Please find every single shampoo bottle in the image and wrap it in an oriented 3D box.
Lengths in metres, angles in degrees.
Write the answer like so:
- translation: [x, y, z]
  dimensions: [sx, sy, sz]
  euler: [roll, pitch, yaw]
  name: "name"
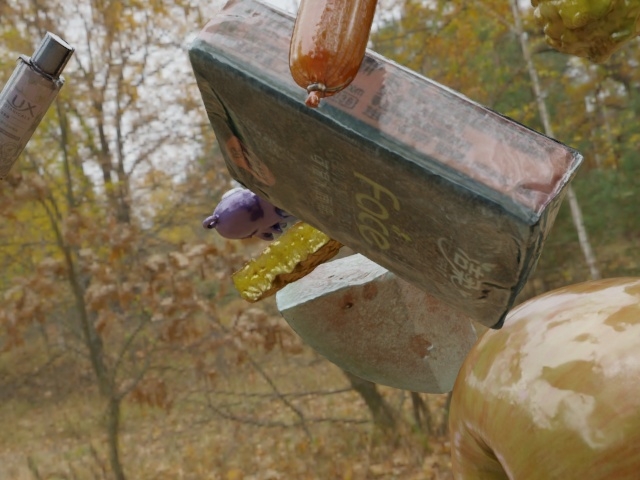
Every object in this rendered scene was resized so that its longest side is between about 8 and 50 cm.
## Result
- translation: [-0.413, -0.188, 1.232]
  dimensions: [0.214, 0.072, 0.072]
  euler: [-54, -14, 13]
  name: "shampoo bottle"

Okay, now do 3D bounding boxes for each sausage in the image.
- translation: [0.032, -0.249, 0.647]
  dimensions: [0.053, 0.348, 0.053]
  euler: [12, -18, 4]
  name: "sausage"

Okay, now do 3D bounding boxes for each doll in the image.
- translation: [-0.049, -0.043, 1.062]
  dimensions: [0.205, 0.067, 0.110]
  euler: [-15, -28, -32]
  name: "doll"

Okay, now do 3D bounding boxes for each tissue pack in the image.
- translation: [0.051, -0.066, 0.772]
  dimensions: [0.315, 0.103, 0.228]
  euler: [29, -18, 17]
  name: "tissue pack"

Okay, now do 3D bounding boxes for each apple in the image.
- translation: [0.342, 0.225, 1.012]
  dimensions: [0.346, 0.392, 0.391]
  euler: [-25, 2, -15]
  name: "apple"

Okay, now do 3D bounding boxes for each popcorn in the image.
- translation: [0.312, -0.286, 0.953]
  dimensions: [0.197, 0.156, 0.197]
  euler: [-33, -18, -12]
  name: "popcorn"

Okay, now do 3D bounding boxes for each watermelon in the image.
- translation: [0.128, 0.097, 1.499]
  dimensions: [0.387, 0.258, 0.228]
  euler: [19, 29, -12]
  name: "watermelon"

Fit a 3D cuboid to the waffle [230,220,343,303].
- translation: [0.000, -0.001, 1.337]
  dimensions: [0.229, 0.057, 0.219]
  euler: [-38, -7, 18]
  name: "waffle"
